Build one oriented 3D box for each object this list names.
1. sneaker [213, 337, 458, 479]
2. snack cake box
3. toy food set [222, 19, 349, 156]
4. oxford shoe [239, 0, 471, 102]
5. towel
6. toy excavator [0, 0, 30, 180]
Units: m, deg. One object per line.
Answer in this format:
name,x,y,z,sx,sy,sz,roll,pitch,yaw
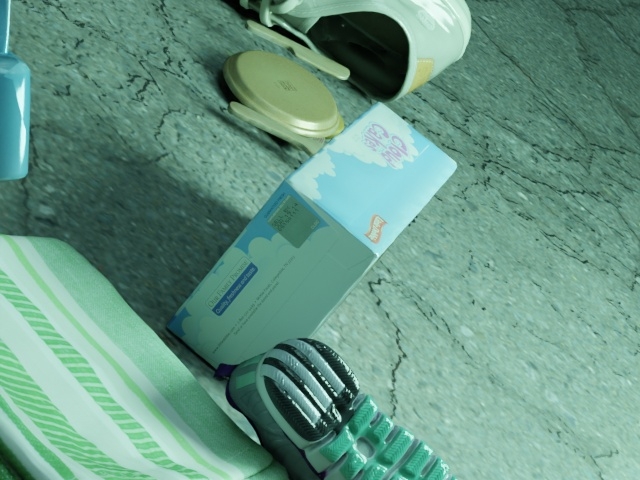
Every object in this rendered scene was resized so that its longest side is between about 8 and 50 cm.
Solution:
sneaker,0.020,0.158,1.311,0.083,0.098,0.223,-44,107,-30
snack cake box,0.000,0.000,1.465,0.089,0.152,0.264,40,22,2
toy food set,-0.036,-0.129,1.813,0.132,0.038,0.192,27,30,-11
oxford shoe,-0.049,-0.293,1.963,0.449,0.169,0.130,34,59,-8
towel,-0.155,0.074,1.154,0.248,0.038,0.325,46,11,15
toy excavator,-0.207,-0.149,0.862,0.433,0.445,0.222,0,11,-13
